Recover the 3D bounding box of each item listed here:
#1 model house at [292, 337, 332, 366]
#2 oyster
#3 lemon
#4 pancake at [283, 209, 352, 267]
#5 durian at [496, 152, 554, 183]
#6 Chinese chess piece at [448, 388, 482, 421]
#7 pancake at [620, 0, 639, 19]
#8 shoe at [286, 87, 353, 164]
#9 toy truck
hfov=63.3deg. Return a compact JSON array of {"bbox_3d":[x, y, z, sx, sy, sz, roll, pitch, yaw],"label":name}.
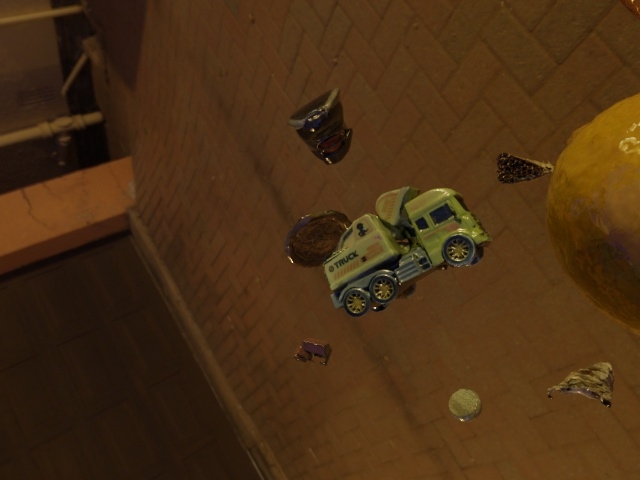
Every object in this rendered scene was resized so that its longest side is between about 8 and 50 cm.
[{"bbox_3d":[-0.022,0.262,1.235,0.083,0.057,0.058,11,153,26],"label":"model house"},{"bbox_3d":[0.413,0.222,0.815,0.106,0.200,0.061,3,84,23],"label":"oyster"},{"bbox_3d":[0.274,-0.015,0.370,0.256,0.188,0.188,52,150,44],"label":"lemon"},{"bbox_3d":[0.000,-0.001,0.748,0.114,0.115,0.011,97,153,-44],"label":"pancake"},{"bbox_3d":[0.341,-0.119,0.890,0.130,0.066,0.052,-139,56,-68],"label":"durian"},{"bbox_3d":[0.368,0.419,1.318,0.084,0.084,0.034,20,155,53],"label":"Chinese chess piece"},{"bbox_3d":[0.365,-0.314,0.563,0.057,0.266,0.244,-30,78,48],"label":"pancake"},{"bbox_3d":[0.011,-0.181,0.864,0.112,0.099,0.227,58,-174,-14],"label":"shoe"},{"bbox_3d":[0.089,0.006,0.601,0.191,0.085,0.116,-31,77,23],"label":"toy truck"}]
